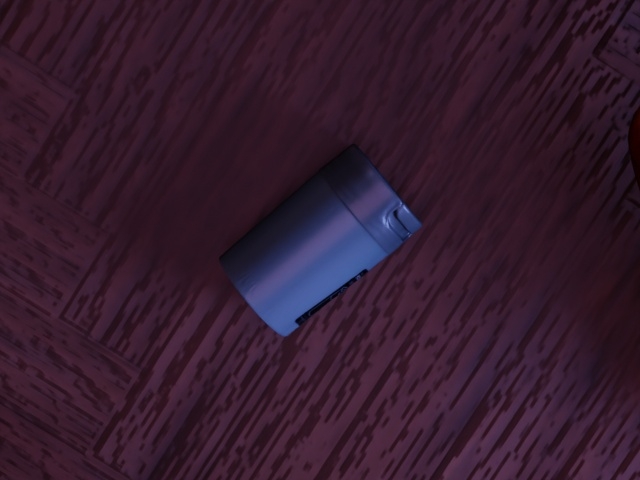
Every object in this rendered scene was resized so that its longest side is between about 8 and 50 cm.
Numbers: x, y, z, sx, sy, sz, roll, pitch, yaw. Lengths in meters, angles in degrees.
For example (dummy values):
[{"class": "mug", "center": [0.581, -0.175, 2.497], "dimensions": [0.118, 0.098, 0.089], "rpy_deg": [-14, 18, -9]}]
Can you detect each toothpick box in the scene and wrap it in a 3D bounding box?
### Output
[{"class": "toothpick box", "center": [0.000, 0.000, 0.555], "dimensions": [0.083, 0.052, 0.052], "rpy_deg": [-40, 94, 5]}]

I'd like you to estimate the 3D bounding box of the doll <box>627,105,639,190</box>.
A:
[{"class": "doll", "center": [0.206, 0.011, 0.432], "dimensions": [0.188, 0.384, 0.099], "rpy_deg": [27, 72, 33]}]
